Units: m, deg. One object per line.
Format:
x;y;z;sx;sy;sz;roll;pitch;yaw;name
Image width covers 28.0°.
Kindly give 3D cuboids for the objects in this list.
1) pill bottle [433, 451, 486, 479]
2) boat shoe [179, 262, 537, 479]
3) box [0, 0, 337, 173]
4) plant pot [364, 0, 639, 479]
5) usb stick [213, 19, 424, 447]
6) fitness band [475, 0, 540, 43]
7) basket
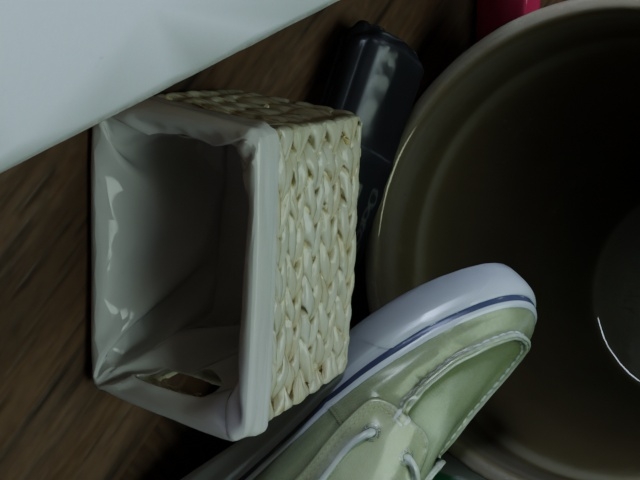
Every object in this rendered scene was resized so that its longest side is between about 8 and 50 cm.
0.021;0.329;0.829;0.361;0.204;0.204;-52;139;-27;pill bottle
0.019;0.136;0.754;0.302;0.094;0.109;-40;144;-2;boat shoe
-0.085;-0.178;0.480;0.345;0.215;0.168;-34;129;-40;box
0.233;0.021;0.903;0.280;0.323;0.323;15;91;-59;plant pot
0.000;0.000;0.809;0.077;0.045;0.278;24;84;-61;usb stick
0.192;-0.216;0.974;0.209;0.054;0.291;-23;120;-43;fitness band
-0.050;0.004;0.690;0.103;0.113;0.167;-20;119;-52;basket
